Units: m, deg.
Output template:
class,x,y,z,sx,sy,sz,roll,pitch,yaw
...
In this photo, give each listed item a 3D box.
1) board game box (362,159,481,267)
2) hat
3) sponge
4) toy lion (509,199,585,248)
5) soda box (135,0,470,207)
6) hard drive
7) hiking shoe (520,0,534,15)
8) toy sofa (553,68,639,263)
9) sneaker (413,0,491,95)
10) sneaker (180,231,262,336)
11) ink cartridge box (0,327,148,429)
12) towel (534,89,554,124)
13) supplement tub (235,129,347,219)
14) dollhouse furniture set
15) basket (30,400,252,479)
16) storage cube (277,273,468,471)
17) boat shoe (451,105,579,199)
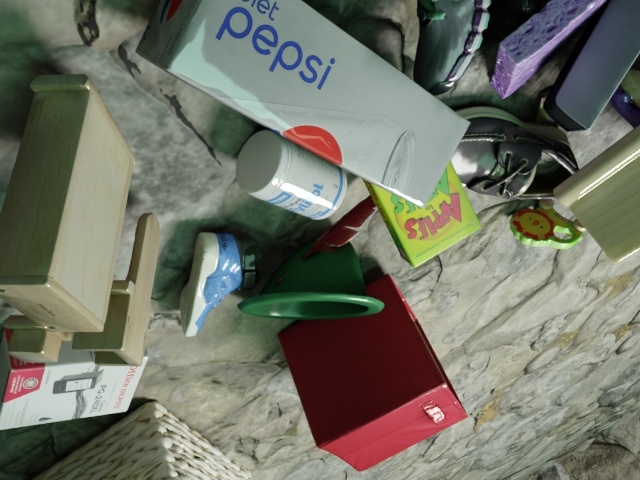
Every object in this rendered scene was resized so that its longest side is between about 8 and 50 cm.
class,x,y,z,sx,sy,sz,roll,pitch,yaw
board game box,0.099,-0.071,0.697,0.092,0.043,0.181,-31,108,-4
hat,0.000,0.000,0.800,0.208,0.183,0.173,0,165,-1
sponge,0.234,-0.210,0.646,0.117,0.031,0.210,-41,176,12
toy lion,0.352,-0.020,0.976,0.096,0.100,0.034,-36,149,-29
soda box,-0.003,-0.130,0.541,0.286,0.091,0.098,24,99,-37
hard drive,0.325,-0.239,0.660,0.255,0.054,0.172,-62,172,15
hiking shoe,0.239,-0.308,0.555,0.086,0.114,0.227,16,121,-43
toy sofa,0.450,-0.122,0.831,0.362,0.177,0.150,-23,164,-45
sneaker,0.103,-0.246,0.551,0.098,0.083,0.224,6,110,-27
sneaker,-0.116,0.056,0.745,0.084,0.058,0.152,3,124,-27
ink cartridge box,-0.289,0.152,0.721,0.150,0.063,0.109,1,131,-37
towel,0.326,-0.186,0.842,0.083,0.009,0.060,-23,142,-12
supplement tub,-0.029,-0.067,0.663,0.107,0.071,0.071,18,120,-46
dollhouse furniture set,-0.348,-0.017,0.513,0.355,0.174,0.303,0,154,4
basket,-0.256,0.470,0.887,0.331,0.266,0.328,-35,132,-1
storage cube,0.078,0.201,0.930,0.193,0.215,0.183,-30,144,6
boat shoe,0.241,-0.100,0.802,0.285,0.092,0.103,1,136,-36
